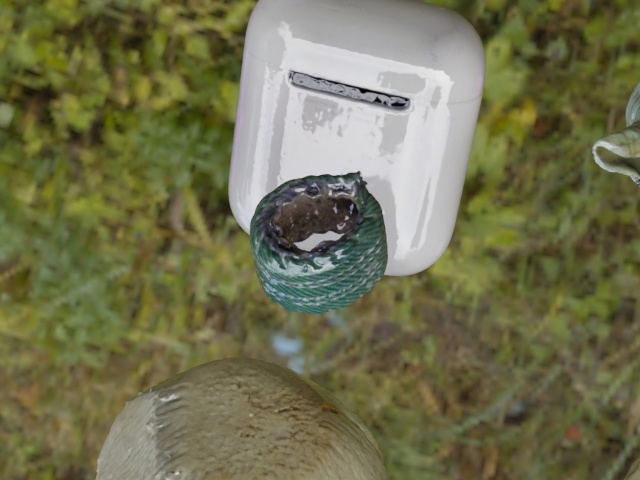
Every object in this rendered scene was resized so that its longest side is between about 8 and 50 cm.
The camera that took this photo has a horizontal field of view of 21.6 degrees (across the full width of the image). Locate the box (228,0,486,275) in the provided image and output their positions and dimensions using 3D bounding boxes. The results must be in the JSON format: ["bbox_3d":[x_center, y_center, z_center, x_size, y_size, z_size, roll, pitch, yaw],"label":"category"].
[{"bbox_3d":[0.038,-0.132,2.012,0.288,0.141,0.349,15,119,10],"label":"box"}]

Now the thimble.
[{"bbox_3d":[-0.001,0.002,1.658,0.135,0.118,0.090,-19,146,-7],"label":"thimble"}]

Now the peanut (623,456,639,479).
[{"bbox_3d":[0.318,0.327,1.469,0.136,0.298,0.120,7,176,-9],"label":"peanut"}]

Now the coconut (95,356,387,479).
[{"bbox_3d":[-0.098,0.352,1.914,0.344,0.415,0.415,9,151,0],"label":"coconut"}]

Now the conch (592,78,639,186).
[{"bbox_3d":[0.397,-0.136,1.788,0.386,0.169,0.203,-9,130,-29],"label":"conch"}]
